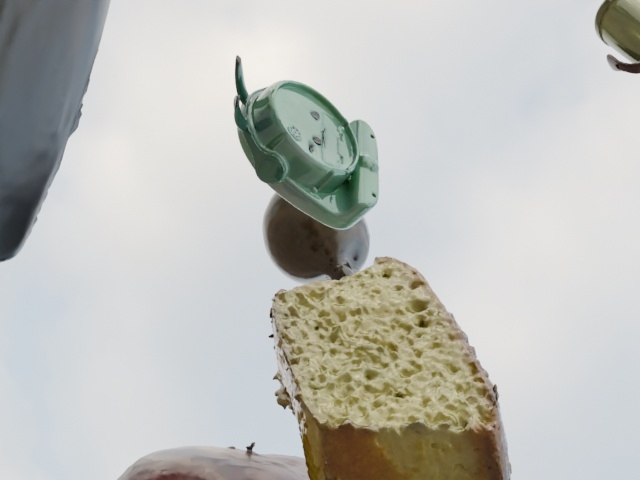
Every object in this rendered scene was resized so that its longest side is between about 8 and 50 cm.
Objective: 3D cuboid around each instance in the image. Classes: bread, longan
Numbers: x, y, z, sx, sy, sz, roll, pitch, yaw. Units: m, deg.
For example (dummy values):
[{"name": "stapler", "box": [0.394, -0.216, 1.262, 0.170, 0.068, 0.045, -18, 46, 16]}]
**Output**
[{"name": "bread", "box": [0.032, 0.078, 0.789, 0.103, 0.187, 0.065, -9, -56, -7]}, {"name": "longan", "box": [0.000, 0.000, 1.397, 0.119, 0.106, 0.106, 53, -39, 34]}]

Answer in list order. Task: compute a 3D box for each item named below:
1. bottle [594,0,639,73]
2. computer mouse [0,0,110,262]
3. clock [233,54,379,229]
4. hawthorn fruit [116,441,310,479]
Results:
[{"name": "bottle", "box": [0.245, -0.143, 1.113, 0.063, 0.047, 0.101, -47, -137, 12]}, {"name": "computer mouse", "box": [-0.159, -0.124, 0.625, 0.100, 0.269, 0.170, -6, -22, 44]}, {"name": "clock", "box": [-0.017, -0.073, 1.084, 0.135, 0.101, 0.041, 31, -54, -27]}, {"name": "hawthorn fruit", "box": [-0.052, 0.216, 0.866, 0.224, 0.224, 0.261, 14, -26, 29]}]
